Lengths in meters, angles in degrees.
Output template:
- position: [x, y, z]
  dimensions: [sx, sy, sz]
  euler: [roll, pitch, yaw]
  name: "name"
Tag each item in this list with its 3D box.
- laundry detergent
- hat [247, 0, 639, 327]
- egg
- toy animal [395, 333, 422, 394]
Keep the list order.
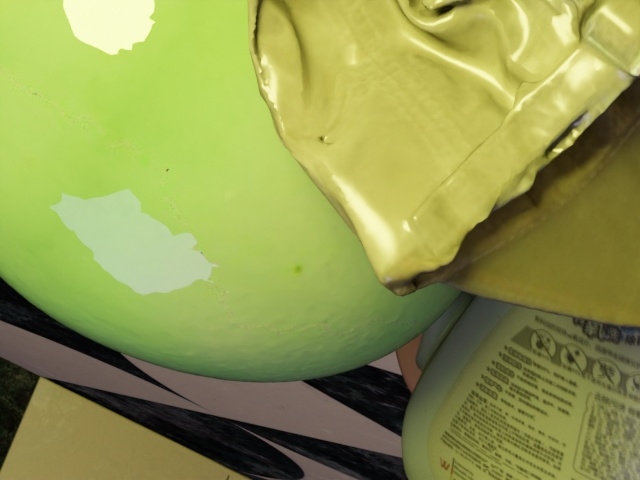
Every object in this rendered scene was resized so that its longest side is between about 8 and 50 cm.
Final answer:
- position: [0.134, 0.018, 0.727]
  dimensions: [0.215, 0.105, 0.280]
  euler: [24, 125, 34]
  name: "laundry detergent"
- position: [0.102, -0.082, 0.562]
  dimensions: [0.244, 0.214, 0.149]
  euler: [10, -147, -54]
  name: "hat"
- position: [-0.047, -0.057, 0.669]
  dimensions: [0.269, 0.220, 0.220]
  euler: [44, 159, -18]
  name: "egg"
- position: [0.199, 0.088, 0.914]
  dimensions: [0.326, 0.237, 0.269]
  euler: [17, 147, 21]
  name: "toy animal"
